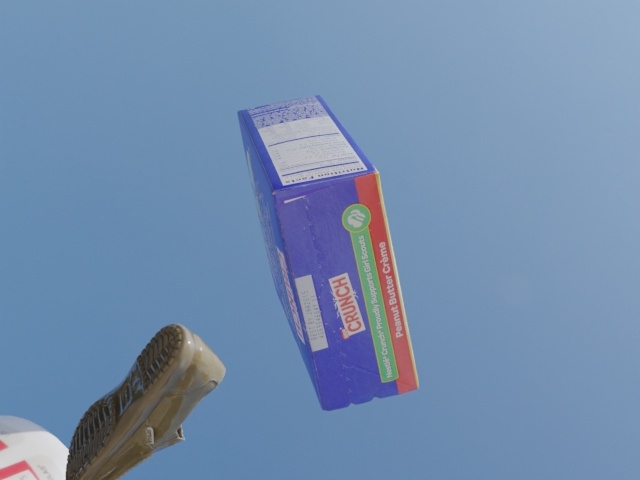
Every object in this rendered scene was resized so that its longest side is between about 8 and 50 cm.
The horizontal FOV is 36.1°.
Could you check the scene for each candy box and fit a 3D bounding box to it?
[{"bbox_3d":[0.000,0.000,1.152,0.122,0.317,0.268,-14,-65,-5],"label":"candy box"}]

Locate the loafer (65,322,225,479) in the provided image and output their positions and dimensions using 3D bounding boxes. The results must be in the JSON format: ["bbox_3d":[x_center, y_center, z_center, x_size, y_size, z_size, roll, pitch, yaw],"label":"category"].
[{"bbox_3d":[-0.113,0.116,0.626,0.148,0.050,0.056,-47,-148,25],"label":"loafer"}]

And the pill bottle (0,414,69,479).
[{"bbox_3d":[-0.372,0.291,0.724,0.229,0.407,0.229,7,-78,36],"label":"pill bottle"}]
